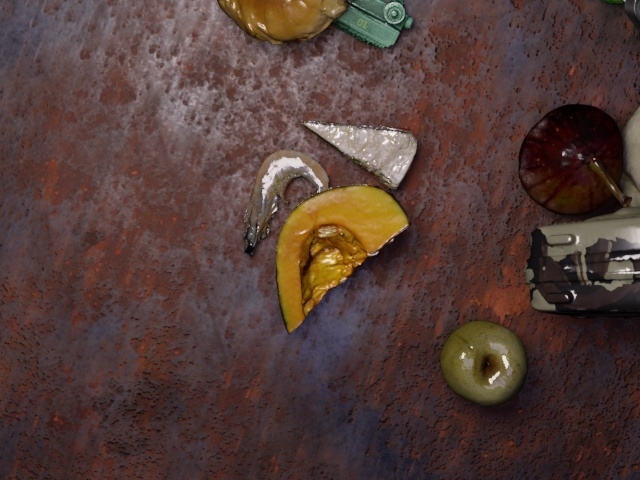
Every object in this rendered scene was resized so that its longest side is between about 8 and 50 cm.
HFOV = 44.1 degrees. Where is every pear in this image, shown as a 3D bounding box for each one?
[{"bbox_3d":[0.308,0.231,1.496,0.167,0.136,0.167,0,93,-1],"label":"pear"}]

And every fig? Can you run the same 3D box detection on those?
[{"bbox_3d":[0.450,-0.147,1.399,0.186,0.249,0.204,17,93,9],"label":"fig"}]

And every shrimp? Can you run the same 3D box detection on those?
[{"bbox_3d":[-0.065,-0.059,1.492,0.152,0.046,0.219,23,95,-2],"label":"shrimp"}]

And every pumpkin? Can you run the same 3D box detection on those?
[{"bbox_3d":[0.000,0.000,1.444,0.312,0.148,0.169,-44,100,8],"label":"pumpkin"}]

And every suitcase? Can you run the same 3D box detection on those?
[{"bbox_3d":[0.564,0.042,1.387,0.351,0.339,0.194,-5,82,37],"label":"suitcase"}]

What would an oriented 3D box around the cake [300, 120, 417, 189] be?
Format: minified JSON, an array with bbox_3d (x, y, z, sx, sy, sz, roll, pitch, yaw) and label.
[{"bbox_3d":[0.084,-0.196,1.459,0.220,0.086,0.117,36,95,-6],"label":"cake"}]

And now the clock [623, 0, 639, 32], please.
[{"bbox_3d":[0.676,-0.459,1.417,0.279,0.049,0.273,32,95,-38],"label":"clock"}]

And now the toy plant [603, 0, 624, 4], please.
[{"bbox_3d":[0.537,-0.562,1.404,0.218,0.175,0.235,41,121,1],"label":"toy plant"}]

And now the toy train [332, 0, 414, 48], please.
[{"bbox_3d":[0.083,-0.415,1.441,0.172,0.070,0.099,27,112,-5],"label":"toy train"}]

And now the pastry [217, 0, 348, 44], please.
[{"bbox_3d":[-0.060,-0.492,1.357,0.284,0.184,0.316,-33,86,28],"label":"pastry"}]

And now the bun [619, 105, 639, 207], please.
[{"bbox_3d":[0.684,-0.144,1.452,0.272,0.168,0.273,0,90,-6],"label":"bun"}]
